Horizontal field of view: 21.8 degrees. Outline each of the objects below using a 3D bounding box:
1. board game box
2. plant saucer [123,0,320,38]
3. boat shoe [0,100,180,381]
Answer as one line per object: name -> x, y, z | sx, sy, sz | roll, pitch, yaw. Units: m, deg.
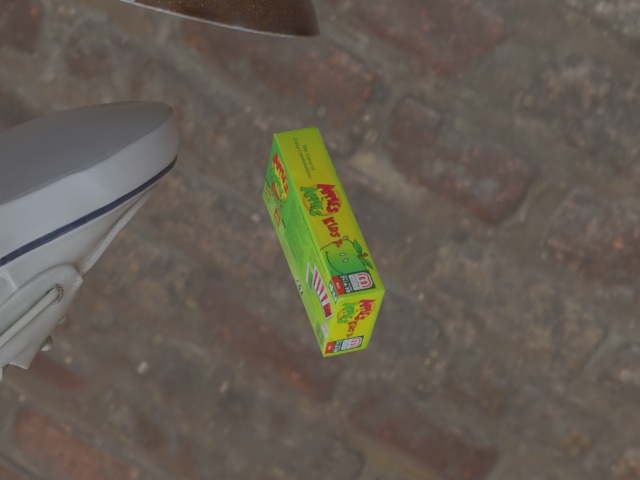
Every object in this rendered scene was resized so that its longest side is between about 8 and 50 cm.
board game box -> 0.000, 0.000, 1.457 | 0.043, 0.181, 0.092 | -11, 147, -18
plant saucer -> -0.077, -0.125, 0.715 | 0.168, 0.168, 0.029 | 19, 102, 10
boat shoe -> -0.158, 0.024, 0.751 | 0.096, 0.267, 0.088 | 7, 125, 36
